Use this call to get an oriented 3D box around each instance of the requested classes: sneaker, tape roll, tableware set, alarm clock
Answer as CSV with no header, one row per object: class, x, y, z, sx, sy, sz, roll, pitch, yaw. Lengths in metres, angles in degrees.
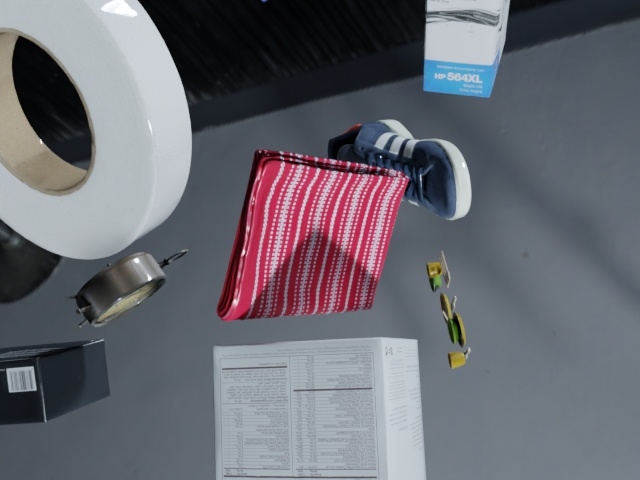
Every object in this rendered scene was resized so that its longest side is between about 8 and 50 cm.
sneaker,0.116,-0.111,1.323,0.148,0.131,0.350,-11,21,-18
tape roll,-0.329,-0.161,0.963,0.392,0.392,0.072,1,27,34
tableware set,0.170,0.098,1.098,0.024,0.104,0.154,-12,67,-2
alarm clock,-0.280,0.060,1.189,0.192,0.129,0.064,-30,83,-22

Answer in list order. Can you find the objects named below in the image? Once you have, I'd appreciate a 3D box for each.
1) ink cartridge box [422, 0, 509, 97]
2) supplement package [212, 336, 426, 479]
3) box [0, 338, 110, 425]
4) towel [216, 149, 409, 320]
ink cartridge box,0.176,-0.293,0.929,0.086,0.203,0.148,11,46,14
supplement package,0.006,0.248,0.916,0.198,0.199,0.262,-5,81,17
box,-0.491,0.222,1.242,0.261,0.184,0.103,-7,92,15
towel,0.000,0.000,0.962,0.031,0.275,0.199,24,105,39
